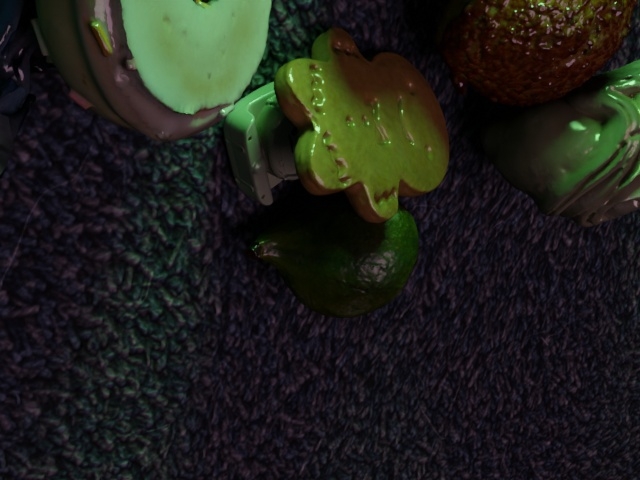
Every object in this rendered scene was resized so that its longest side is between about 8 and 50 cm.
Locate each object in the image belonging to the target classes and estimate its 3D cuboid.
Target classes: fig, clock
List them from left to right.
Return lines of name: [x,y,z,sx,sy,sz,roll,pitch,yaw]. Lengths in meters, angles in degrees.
clock: [-0.040,-0.152,2.027,0.191,0.062,0.151,-35,136,-24]
fig: [0.000,0.000,2.083,0.235,0.203,0.203,17,103,-34]

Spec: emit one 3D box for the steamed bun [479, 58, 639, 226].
steamed bun: [0.430,-0.143,2.290,0.324,0.309,0.219,-23,94,-64]

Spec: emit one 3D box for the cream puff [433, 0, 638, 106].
cream puff: [0.321,-0.328,2.105,0.350,0.228,0.350,-42,166,-13]

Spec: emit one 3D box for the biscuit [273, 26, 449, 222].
biscuit: [0.072,-0.159,2.028,0.355,0.052,0.275,-2,77,-52]

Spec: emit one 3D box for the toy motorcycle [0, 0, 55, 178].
toy motorcycle: [-0.424,-0.168,1.559,0.416,0.172,0.232,-54,127,-18]

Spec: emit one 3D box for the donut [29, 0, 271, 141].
donut: [-0.185,-0.300,1.646,0.382,0.142,0.383,-23,115,-62]
